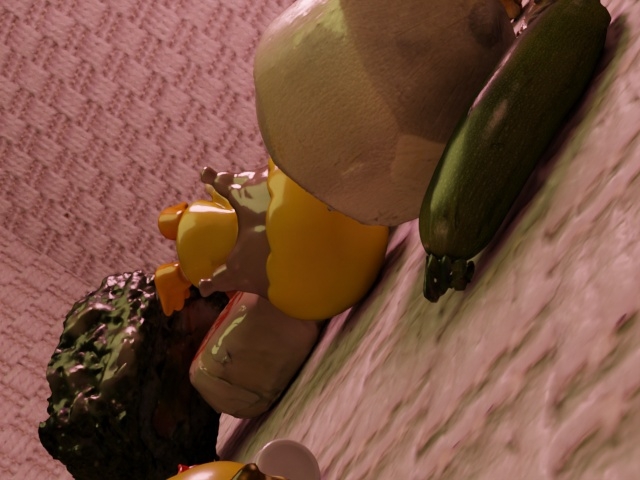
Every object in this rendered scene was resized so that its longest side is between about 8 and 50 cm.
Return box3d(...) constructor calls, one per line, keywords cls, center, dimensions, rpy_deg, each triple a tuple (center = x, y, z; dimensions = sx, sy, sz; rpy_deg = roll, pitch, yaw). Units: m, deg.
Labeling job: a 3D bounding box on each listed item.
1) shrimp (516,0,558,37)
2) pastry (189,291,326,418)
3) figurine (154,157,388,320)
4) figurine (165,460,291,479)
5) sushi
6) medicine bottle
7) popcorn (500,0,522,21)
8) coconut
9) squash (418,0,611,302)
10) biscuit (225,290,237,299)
box3d(cls="shrimp", center=(0.248, -0.245, 0.946), dimensions=(0.190, 0.042, 0.101), rpy_deg=(-57, 11, -25))
box3d(cls="pastry", center=(-0.084, 0.137, 1.280), dimensions=(0.265, 0.133, 0.265), rpy_deg=(-52, 5, 6))
box3d(cls="figurine", center=(-0.072, 0.002, 1.111), dimensions=(0.343, 0.215, 0.187), rpy_deg=(-12, -4, 36))
box3d(cls="figurine", center=(-0.091, 0.216, 0.647), dimensions=(0.185, 0.127, 0.234), rpy_deg=(-93, 19, -54))
box3d(cls="sushi", center=(-0.272, 0.209, 1.340), dimensions=(0.294, 0.178, 0.352), rpy_deg=(53, -139, -57))
box3d(cls="medicine bottle", center=(-0.041, 0.202, 0.717), dimensions=(0.089, 0.057, 0.057), rpy_deg=(-50, 7, 49))
box3d(cls="popcorn", center=(0.278, -0.377, 1.353), dimensions=(0.084, 0.084, 0.084), rpy_deg=(-56, 4, 6))
box3d(cls="coconut", center=(0.076, -0.143, 0.822), dimensions=(0.247, 0.245, 0.245), rpy_deg=(-22, 29, 48))
box3d(cls="squash", center=(0.151, -0.097, 0.679), dimensions=(0.319, 0.071, 0.080), rpy_deg=(-57, 1, -20))
box3d(cls="biscuit", center=(-0.054, -0.015, 1.725), dimensions=(0.312, 0.110, 0.318), rpy_deg=(-15, -46, -61))
